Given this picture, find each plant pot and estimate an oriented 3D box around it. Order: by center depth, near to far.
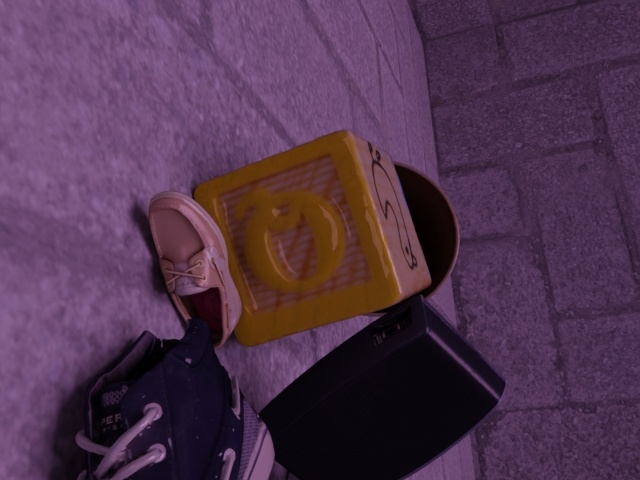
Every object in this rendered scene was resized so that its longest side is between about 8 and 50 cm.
[{"bbox_3d":[0.093,0.025,1.049,0.254,0.237,0.236,70,15,-74],"label":"plant pot"}]

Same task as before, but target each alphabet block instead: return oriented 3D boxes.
[{"bbox_3d":[0.000,0.000,0.751,0.192,0.194,0.197,71,18,5],"label":"alphabet block"}]

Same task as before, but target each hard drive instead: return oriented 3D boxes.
[{"bbox_3d":[0.063,0.191,0.706,0.172,0.255,0.054,44,19,-18],"label":"hard drive"}]

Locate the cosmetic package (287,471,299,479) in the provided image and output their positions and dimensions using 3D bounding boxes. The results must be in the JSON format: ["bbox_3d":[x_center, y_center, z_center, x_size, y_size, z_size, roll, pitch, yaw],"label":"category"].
[{"bbox_3d":[0.032,0.371,0.872,0.098,0.061,0.239,-82,149,-47],"label":"cosmetic package"}]

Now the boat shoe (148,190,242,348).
[{"bbox_3d":[-0.119,0.034,0.614,0.059,0.063,0.170,-83,157,-55],"label":"boat shoe"}]

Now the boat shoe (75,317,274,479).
[{"bbox_3d":[-0.132,0.189,0.437,0.340,0.127,0.158,-74,143,-68],"label":"boat shoe"}]
